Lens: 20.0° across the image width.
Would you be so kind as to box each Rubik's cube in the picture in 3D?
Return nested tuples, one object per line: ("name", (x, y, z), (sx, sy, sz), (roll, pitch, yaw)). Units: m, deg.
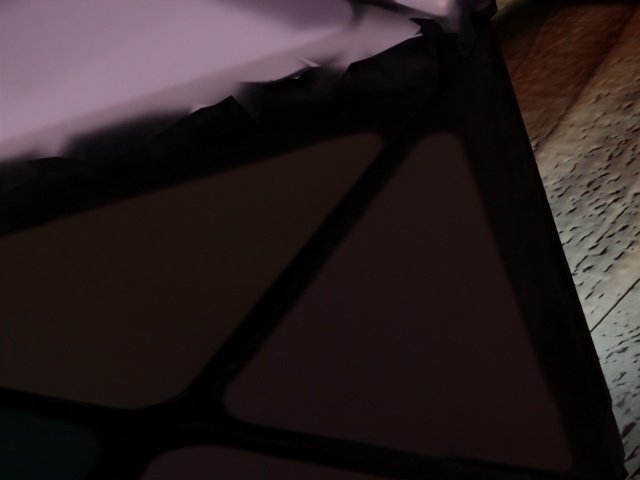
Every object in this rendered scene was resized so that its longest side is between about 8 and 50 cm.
("Rubik's cube", (-0.076, -0.040, 0.730), (0.310, 0.305, 0.307), (-16, 52, 7))
